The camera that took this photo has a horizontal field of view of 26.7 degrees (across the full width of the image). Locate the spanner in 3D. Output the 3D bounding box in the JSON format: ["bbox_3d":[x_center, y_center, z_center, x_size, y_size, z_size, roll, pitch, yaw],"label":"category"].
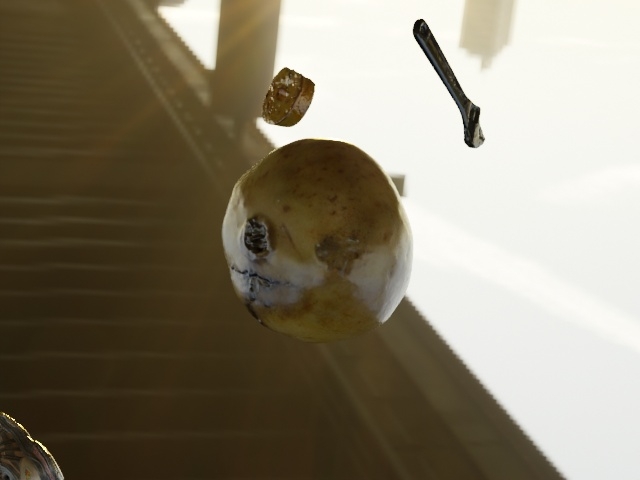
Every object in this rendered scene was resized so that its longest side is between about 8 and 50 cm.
[{"bbox_3d":[0.153,-0.182,1.593,0.012,0.208,0.046,5,-124,36],"label":"spanner"}]

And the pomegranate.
[{"bbox_3d":[0.000,0.000,1.674,0.260,0.260,0.260,6,-162,-2],"label":"pomegranate"}]

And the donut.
[{"bbox_3d":[-0.048,-0.216,2.082,0.043,0.097,0.108,23,-167,-26],"label":"donut"}]

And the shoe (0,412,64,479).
[{"bbox_3d":[-0.494,0.357,2.169,0.092,0.089,0.180,-40,-128,-23],"label":"shoe"}]
